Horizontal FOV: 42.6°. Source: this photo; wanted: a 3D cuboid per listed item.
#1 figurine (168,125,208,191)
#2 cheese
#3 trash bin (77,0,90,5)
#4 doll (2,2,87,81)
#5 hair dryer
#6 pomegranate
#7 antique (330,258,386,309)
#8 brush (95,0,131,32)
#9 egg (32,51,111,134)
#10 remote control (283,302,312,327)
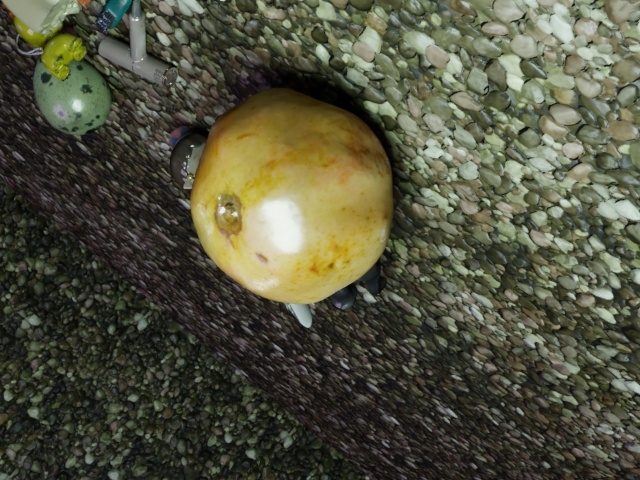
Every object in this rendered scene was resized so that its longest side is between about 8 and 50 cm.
[{"bbox_3d":[-0.261,-0.181,1.941,0.276,0.161,0.158,21,128,29],"label":"figurine"},{"bbox_3d":[-0.595,-0.551,1.759,0.233,0.127,0.266,45,157,-23],"label":"cheese"},{"bbox_3d":[-0.494,-0.572,1.552,0.239,0.161,0.184,44,155,-23],"label":"trash bin"},{"bbox_3d":[-0.663,-0.489,1.942,0.221,0.135,0.143,38,170,7],"label":"doll"},{"bbox_3d":[-0.417,-0.449,1.782,0.195,0.053,0.220,27,153,19],"label":"hair dryer"},{"bbox_3d":[-0.042,-0.080,1.567,0.411,0.411,0.411,30,154,16],"label":"pomegranate"},{"bbox_3d":[0.000,0.000,1.855,0.322,0.185,0.255,32,157,22],"label":"antique"},{"bbox_3d":[-0.450,-0.494,1.775,0.043,0.032,0.193,46,156,-17],"label":"brush"},{"bbox_3d":[-0.626,-0.373,2.052,0.228,0.177,0.177,57,152,-7],"label":"egg"},{"bbox_3d":[-0.089,0.085,1.899,0.109,0.055,0.313,46,167,41],"label":"remote control"}]
